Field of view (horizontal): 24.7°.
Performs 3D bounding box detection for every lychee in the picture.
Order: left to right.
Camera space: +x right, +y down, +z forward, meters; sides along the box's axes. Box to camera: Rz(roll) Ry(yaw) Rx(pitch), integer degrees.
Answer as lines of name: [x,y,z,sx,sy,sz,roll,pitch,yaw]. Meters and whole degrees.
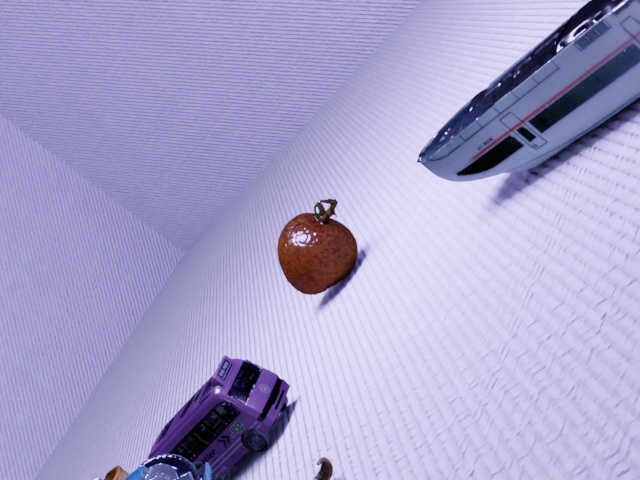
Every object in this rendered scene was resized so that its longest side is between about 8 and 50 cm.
lychee: [0.002,0.006,1.859,0.140,0.101,0.114,-51,12,22]

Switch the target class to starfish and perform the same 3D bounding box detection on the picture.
starfish: [-0.014,0.228,1.286,0.078,0.028,0.091,-62,13,-18]

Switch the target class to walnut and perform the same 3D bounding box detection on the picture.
walnut: [-0.309,0.388,2.136,0.121,0.052,0.091,-52,10,19]

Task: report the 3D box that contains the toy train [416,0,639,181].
toy train: [0.214,-0.133,1.328,0.086,0.088,0.407,-55,8,-28]

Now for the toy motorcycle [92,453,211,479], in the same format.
toy motorcycle: [-0.215,0.325,1.461,0.272,0.182,0.124,-25,-34,-7]

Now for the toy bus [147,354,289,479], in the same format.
toy bus: [-0.117,0.212,1.661,0.178,0.098,0.087,-46,10,35]
